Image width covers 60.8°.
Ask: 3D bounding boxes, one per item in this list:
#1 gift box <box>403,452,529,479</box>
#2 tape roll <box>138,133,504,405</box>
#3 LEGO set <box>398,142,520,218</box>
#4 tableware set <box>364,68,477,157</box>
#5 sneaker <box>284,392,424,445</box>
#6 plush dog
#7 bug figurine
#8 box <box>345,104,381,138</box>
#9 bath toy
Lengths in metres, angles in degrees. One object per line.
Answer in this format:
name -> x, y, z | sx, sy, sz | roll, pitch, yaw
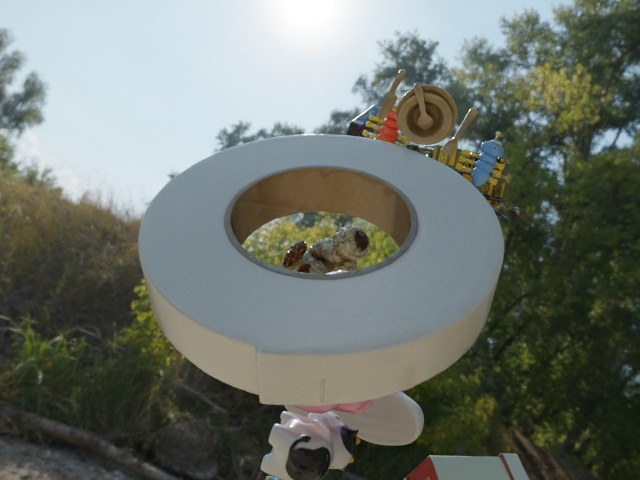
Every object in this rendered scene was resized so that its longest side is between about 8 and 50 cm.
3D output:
gift box -> 0.291, 0.585, 1.036 | 0.258, 0.277, 0.255 | 10, -46, -25
tape roll -> 0.000, 0.000, 0.604 | 0.391, 0.392, 0.072 | 18, -49, 21
LEGO set -> 0.307, -0.126, 1.351 | 0.254, 0.192, 0.331 | 6, 9, -25
tableware set -> 0.127, -0.132, 0.799 | 0.128, 0.194, 0.039 | 27, 31, -1
sneaker -> 0.088, 0.276, 0.988 | 0.292, 0.108, 0.169 | 2, 4, 42
plush dog -> -0.009, 0.080, 1.411 | 0.225, 0.263, 0.210 | -14, 25, -27
bug figurine -> 0.202, -0.131, 1.017 | 0.278, 0.216, 0.072 | 19, 8, -1
box -> 0.091, -0.245, 1.283 | 0.029, 0.162, 0.116 | 30, -55, 11
bath toy -> 0.018, 0.215, 0.744 | 0.128, 0.349, 0.151 | 16, 7, 11
